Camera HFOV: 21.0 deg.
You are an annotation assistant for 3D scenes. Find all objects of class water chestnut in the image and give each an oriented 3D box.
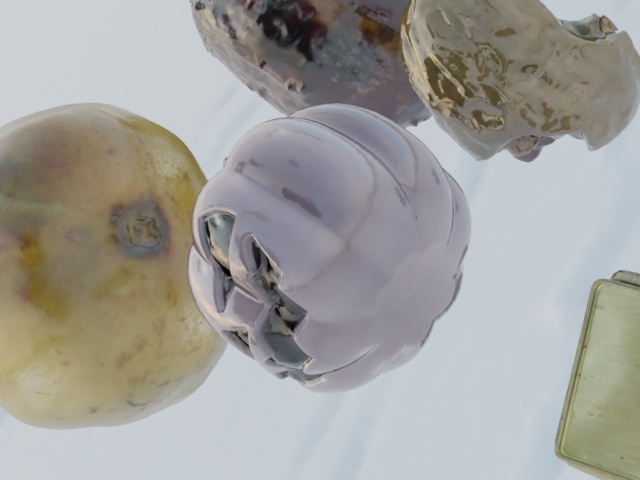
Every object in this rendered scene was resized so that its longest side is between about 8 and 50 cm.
[{"bbox_3d":[0.028,-0.291,1.876,0.302,0.350,0.350,-52,13,35],"label":"water chestnut"}]

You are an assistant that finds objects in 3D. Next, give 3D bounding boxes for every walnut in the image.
[{"bbox_3d":[0.161,-0.160,1.581,0.238,0.204,0.141,5,47,42],"label":"walnut"}]

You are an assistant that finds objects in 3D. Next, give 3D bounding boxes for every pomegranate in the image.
[{"bbox_3d":[-0.203,0.018,1.491,0.307,0.307,0.307,-42,19,18],"label":"pomegranate"}]

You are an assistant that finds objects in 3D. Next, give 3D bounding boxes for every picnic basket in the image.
[{"bbox_3d":[0.262,0.114,1.347,0.115,0.079,0.164,19,97,37],"label":"picnic basket"}]

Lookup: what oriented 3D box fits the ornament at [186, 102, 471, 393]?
[{"bbox_3d":[0.000,0.001,1.072,0.177,0.177,0.177,-42,19,18],"label":"ornament"}]
